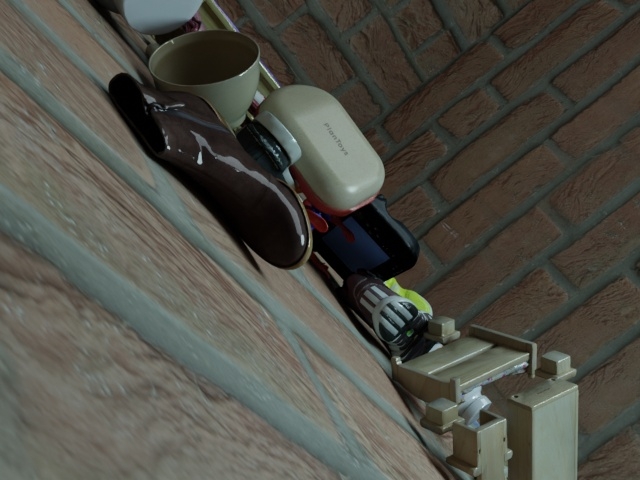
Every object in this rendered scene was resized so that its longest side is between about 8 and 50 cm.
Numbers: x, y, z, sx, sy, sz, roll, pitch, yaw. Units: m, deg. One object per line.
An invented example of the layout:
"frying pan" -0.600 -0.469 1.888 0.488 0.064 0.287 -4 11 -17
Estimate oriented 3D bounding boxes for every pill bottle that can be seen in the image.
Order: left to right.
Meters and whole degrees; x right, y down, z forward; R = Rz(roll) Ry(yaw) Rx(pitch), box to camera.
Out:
"pill bottle" -0.322 -0.489 1.589 0.334 0.188 0.188 55 5 31
"pill bottle" 0.250 0.277 1.866 0.152 0.086 0.086 46 2 22

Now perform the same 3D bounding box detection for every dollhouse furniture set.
"dollhouse furniture set" 0.213 0.273 1.519 0.356 0.303 0.173 15 -66 50

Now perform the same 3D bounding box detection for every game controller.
"game controller" 0.069 0.005 1.730 0.166 0.067 0.319 55 -21 1

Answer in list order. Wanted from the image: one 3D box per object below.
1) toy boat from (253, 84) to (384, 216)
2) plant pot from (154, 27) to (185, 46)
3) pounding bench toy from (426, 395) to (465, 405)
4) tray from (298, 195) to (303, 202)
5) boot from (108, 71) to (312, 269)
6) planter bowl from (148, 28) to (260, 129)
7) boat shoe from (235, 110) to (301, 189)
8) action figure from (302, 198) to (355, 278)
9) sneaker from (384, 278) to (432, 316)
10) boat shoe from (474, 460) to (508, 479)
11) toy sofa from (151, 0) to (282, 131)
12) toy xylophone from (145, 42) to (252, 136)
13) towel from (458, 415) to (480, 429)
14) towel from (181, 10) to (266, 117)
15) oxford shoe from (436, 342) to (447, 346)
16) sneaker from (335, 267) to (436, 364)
"toy boat" -0.019 -0.128 1.537 0.151 0.151 0.231 -28 80 -43
"plant pot" -0.215 -0.344 1.888 0.236 0.032 0.236 31 -17 11
"pounding bench toy" 0.232 0.290 1.798 0.052 0.065 0.083 53 4 16
"tray" -0.058 -0.079 2.059 0.270 0.030 0.145 54 4 31
"boot" -0.125 -0.073 1.104 0.248 0.090 0.207 55 17 20
"planter bowl" -0.163 -0.225 1.440 0.162 0.162 0.109 -124 -160 -47
"boat shoe" -0.098 -0.105 1.416 0.114 0.091 0.302 49 -10 8
"action figure" 0.000 0.000 1.608 0.139 0.091 0.280 45 6 -7
"sneaker" 0.147 0.136 2.246 0.240 0.091 0.126 43 -29 20
"boat shoe" 0.314 0.396 1.563 0.109 0.098 0.302 52 4 4
"toy sofa" -0.212 -0.383 2.151 0.362 0.150 0.177 50 6 -25
"toy xylophone" -0.180 -0.234 1.691 0.322 0.081 0.236 55 5 37
"towel" 0.270 0.343 2.000 0.285 0.034 0.209 53 6 39
"towel" -0.121 -0.252 1.667 0.329 0.037 0.237 49 6 -25
"oxford shoe" 0.229 0.231 2.178 0.096 0.082 0.227 26 -18 17
"sneaker" 0.115 0.124 1.749 0.162 0.106 0.281 42 -7 28
